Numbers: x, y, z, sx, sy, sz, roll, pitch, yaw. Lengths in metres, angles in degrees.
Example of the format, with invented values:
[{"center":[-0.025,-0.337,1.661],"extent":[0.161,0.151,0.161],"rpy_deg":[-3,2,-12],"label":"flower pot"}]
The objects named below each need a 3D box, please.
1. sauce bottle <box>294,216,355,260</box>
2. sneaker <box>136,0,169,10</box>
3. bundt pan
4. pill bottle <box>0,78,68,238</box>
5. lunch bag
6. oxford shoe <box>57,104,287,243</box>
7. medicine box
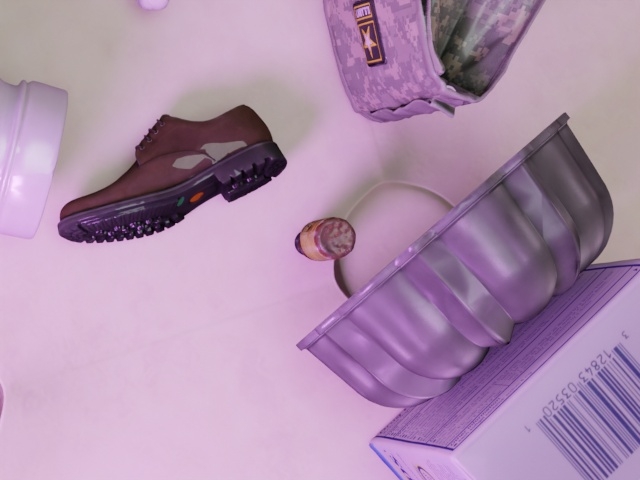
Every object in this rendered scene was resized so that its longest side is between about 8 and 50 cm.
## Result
[{"center":[0.000,0.000,1.711],"extent":[0.042,0.128,0.042],"rpy_deg":[1,87,-16],"label":"sauce bottle"},{"center":[-0.107,-0.322,1.720],"extent":[0.115,0.090,0.232],"rpy_deg":[22,83,-16],"label":"sneaker"},{"center":[0.139,0.035,1.633],"extent":[0.331,0.331,0.124],"rpy_deg":[-41,87,-13],"label":"bundt pan"},{"center":[-0.404,-0.106,1.580],"extent":[0.334,0.188,0.188],"rpy_deg":[14,84,-14],"label":"pill bottle"},{"center":[0.115,-0.252,1.696],"extent":[0.169,0.235,0.287],"rpy_deg":[21,82,-18],"label":"lunch bag"},{"center":[-0.154,-0.065,1.710],"extent":[0.227,0.083,0.096],"rpy_deg":[-24,74,-15],"label":"oxford shoe"},{"center":[0.217,0.160,1.677],"extent":[0.263,0.289,0.149],"rpy_deg":[-43,96,-12],"label":"medicine box"}]
